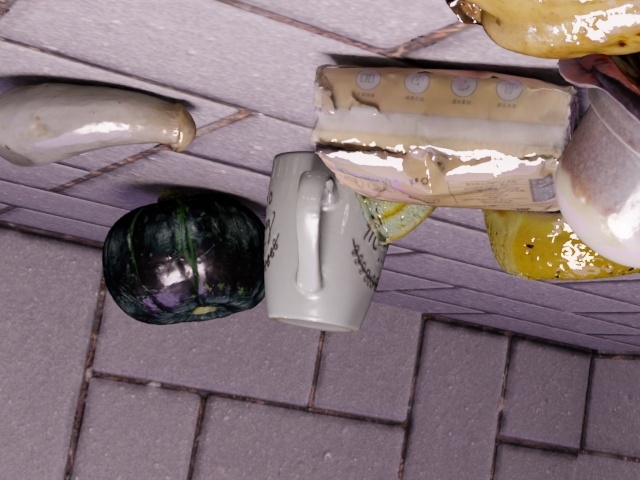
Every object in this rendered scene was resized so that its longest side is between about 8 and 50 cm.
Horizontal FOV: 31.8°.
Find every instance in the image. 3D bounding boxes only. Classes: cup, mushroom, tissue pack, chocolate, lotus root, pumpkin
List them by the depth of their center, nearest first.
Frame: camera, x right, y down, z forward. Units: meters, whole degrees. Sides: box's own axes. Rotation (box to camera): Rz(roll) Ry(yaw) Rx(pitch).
[{"bbox_3d":[0.169,-0.170,0.638,0.221,0.118,0.125,-8,151,42],"label":"lotus root"},{"bbox_3d":[0.262,-0.055,0.915,0.221,0.147,0.221,32,-157,-15],"label":"chocolate"},{"bbox_3d":[0.134,-0.097,1.152,0.257,0.122,0.215,8,173,15],"label":"tissue pack"},{"bbox_3d":[-0.291,-0.143,1.382,0.270,0.103,0.118,1,169,15],"label":"mushroom"},{"bbox_3d":[0.000,0.000,1.567,0.187,0.234,0.258,7,169,12],"label":"cup"},{"bbox_3d":[-0.235,0.023,1.988,0.315,0.238,0.315,-9,174,-1],"label":"pumpkin"}]

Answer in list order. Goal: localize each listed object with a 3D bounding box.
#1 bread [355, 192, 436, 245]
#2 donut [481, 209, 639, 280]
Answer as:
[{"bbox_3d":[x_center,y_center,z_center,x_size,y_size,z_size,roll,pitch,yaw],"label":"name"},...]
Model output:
[{"bbox_3d":[0.093,-0.084,1.387,0.110,0.156,0.103,-23,179,-3],"label":"bread"},{"bbox_3d":[0.321,-0.012,1.320,0.272,0.107,0.272,-5,-170,1],"label":"donut"}]
